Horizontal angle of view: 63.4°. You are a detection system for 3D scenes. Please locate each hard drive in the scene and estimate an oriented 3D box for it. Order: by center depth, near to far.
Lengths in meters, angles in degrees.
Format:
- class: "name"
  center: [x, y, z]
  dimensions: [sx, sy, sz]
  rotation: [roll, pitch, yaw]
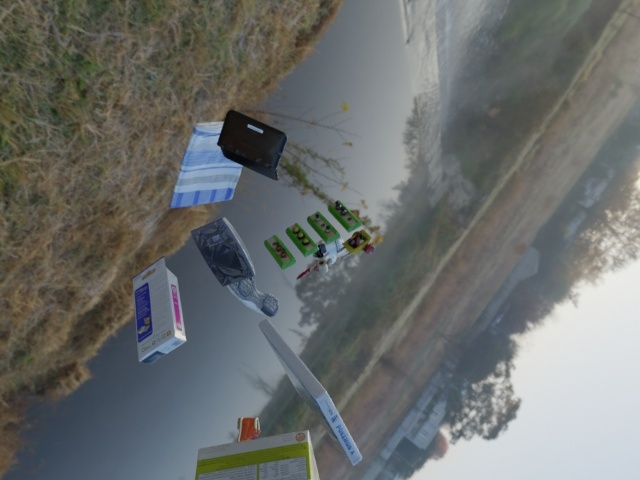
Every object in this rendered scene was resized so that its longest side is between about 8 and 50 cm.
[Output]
- class: "hard drive"
  center: [-0.364, 0.042, 1.974]
  dimensions: [0.172, 0.254, 0.054]
  rotation: [-20, -161, 22]

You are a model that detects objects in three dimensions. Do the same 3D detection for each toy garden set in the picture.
- class: "toy garden set"
  center: [0.000, 0.000, 1.342]
  dimensions: [0.244, 0.204, 0.049]
  rotation: [-30, 140, -13]

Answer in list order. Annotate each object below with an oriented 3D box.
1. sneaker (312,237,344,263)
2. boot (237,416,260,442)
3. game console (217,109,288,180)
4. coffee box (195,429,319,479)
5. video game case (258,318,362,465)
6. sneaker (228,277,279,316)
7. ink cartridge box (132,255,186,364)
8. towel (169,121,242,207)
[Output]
- class: "sneaker"
  center: [0.012, 0.035, 1.873]
  dimensions: [0.091, 0.094, 0.258]
  rotation: [-9, 166, -13]
- class: "boot"
  center: [-0.267, 0.740, 1.942]
  dimensions: [0.059, 0.085, 0.158]
  rotation: [74, 10, -58]
- class: "game console"
  center: [-0.125, -0.177, 0.979]
  dimensions: [0.071, 0.122, 0.107]
  rotation: [-57, 170, -69]
- class: "coffee box"
  center: [-0.163, 0.811, 1.493]
  dimensions: [0.334, 0.338, 0.337]
  rotation: [-100, 180, -55]
- class: "video game case"
  center: [-0.030, 0.391, 1.360]
  dimensions: [0.036, 0.329, 0.300]
  rotation: [-33, 127, -14]
- class: "sneaker"
  center: [-0.312, 0.228, 2.181]
  dimensions: [0.129, 0.297, 0.111]
  rotation: [-9, -139, 48]
- class: "ink cartridge box"
  center: [-0.598, 0.248, 1.899]
  dimensions: [0.176, 0.371, 0.069]
  rotation: [-33, 142, 15]
- class: "towel"
  center: [-0.291, -0.206, 1.429]
  dimensions: [0.209, 0.034, 0.285]
  rotation: [-14, 144, -44]
